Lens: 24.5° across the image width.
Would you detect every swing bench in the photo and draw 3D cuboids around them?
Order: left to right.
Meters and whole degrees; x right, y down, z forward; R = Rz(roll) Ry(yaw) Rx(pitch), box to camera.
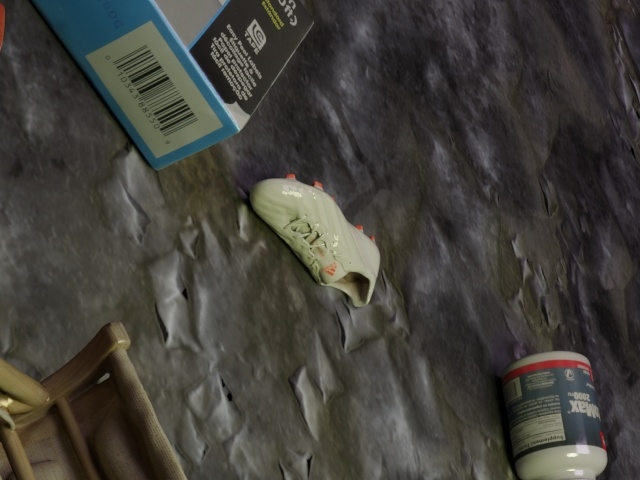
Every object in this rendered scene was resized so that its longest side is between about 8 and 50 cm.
[{"bbox_3d":[-0.200,0.179,0.892,0.254,0.165,0.253,20,34,-55],"label":"swing bench"}]

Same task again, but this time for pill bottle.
[{"bbox_3d":[0.274,0.229,1.709,0.108,0.108,0.180,26,50,-48],"label":"pill bottle"}]

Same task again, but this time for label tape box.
[{"bbox_3d":[-0.127,-0.264,1.405,0.249,0.115,0.348,55,34,-19],"label":"label tape box"}]

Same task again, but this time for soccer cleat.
[{"bbox_3d":[0.000,0.000,1.477,0.196,0.068,0.076,37,45,-45],"label":"soccer cleat"}]

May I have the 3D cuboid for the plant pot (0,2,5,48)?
[{"bbox_3d":[-0.338,-0.114,0.828,0.272,0.265,0.272,36,43,-42],"label":"plant pot"}]
